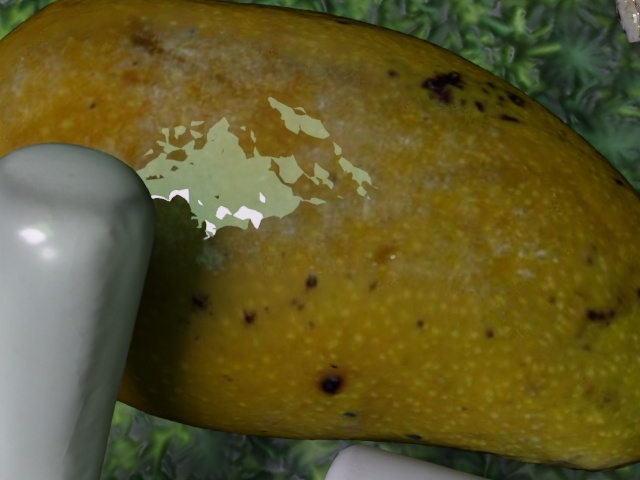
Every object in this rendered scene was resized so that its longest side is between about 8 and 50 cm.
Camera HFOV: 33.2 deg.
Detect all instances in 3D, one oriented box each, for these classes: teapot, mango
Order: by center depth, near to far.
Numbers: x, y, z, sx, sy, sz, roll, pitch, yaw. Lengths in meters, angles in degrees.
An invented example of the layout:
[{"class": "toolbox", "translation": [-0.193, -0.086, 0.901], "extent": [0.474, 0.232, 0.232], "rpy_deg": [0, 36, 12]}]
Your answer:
[{"class": "teapot", "translation": [-0.093, 0.144, 0.383], "extent": [0.220, 0.318, 0.149], "rpy_deg": [47, 51, 12]}, {"class": "mango", "translation": [-0.001, -0.007, 0.459], "extent": [0.329, 0.175, 0.176], "rpy_deg": [11, 121, 14]}]

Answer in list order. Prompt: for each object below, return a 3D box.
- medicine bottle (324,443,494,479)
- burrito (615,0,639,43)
[{"class": "medicine bottle", "translation": [0.104, 0.169, 0.401], "extent": [0.237, 0.139, 0.139], "rpy_deg": [13, 79, 7]}, {"class": "burrito", "translation": [0.154, -0.198, 0.532], "extent": [0.058, 0.063, 0.229], "rpy_deg": [-33, 56, 44]}]
